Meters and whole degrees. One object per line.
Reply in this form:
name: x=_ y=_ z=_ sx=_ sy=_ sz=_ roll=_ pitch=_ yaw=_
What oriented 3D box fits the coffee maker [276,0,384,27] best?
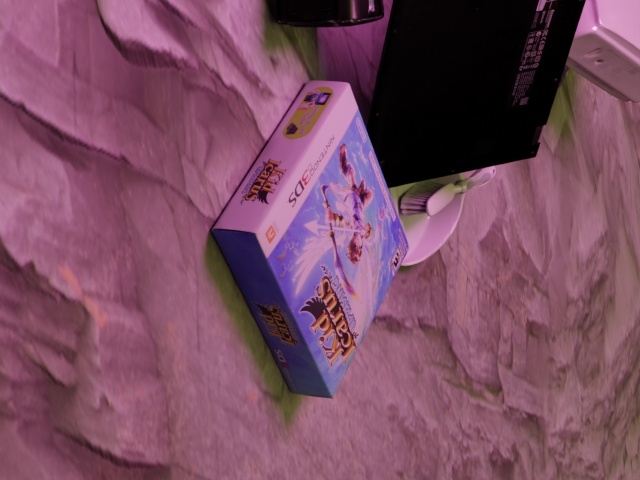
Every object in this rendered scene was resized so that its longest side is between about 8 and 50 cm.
coffee maker: x=-0.004 y=-0.319 z=1.559 sx=0.171 sy=0.120 sz=0.178 roll=-9 pitch=102 yaw=-35

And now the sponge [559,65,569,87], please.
sponge: x=0.381 y=-0.351 z=2.272 sx=0.210 sy=0.031 sz=0.117 roll=-62 pitch=142 yaw=-34

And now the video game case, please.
video game case: x=0.000 y=0.000 z=1.644 sx=0.244 sy=0.061 sz=0.269 roll=-59 pitch=141 yaw=-35

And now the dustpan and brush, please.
dustpan and brush: x=0.164 y=-0.064 z=1.914 sx=0.211 sy=0.060 sz=0.147 roll=-33 pitch=122 yaw=-53

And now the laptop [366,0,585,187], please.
laptop: x=0.203 y=-0.304 z=1.774 sx=0.407 sy=0.236 sz=0.382 roll=-13 pitch=138 yaw=-23

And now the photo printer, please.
photo printer: x=0.410 y=-0.383 z=2.150 sx=0.256 sy=0.107 sz=0.308 roll=23 pitch=53 yaw=-46
